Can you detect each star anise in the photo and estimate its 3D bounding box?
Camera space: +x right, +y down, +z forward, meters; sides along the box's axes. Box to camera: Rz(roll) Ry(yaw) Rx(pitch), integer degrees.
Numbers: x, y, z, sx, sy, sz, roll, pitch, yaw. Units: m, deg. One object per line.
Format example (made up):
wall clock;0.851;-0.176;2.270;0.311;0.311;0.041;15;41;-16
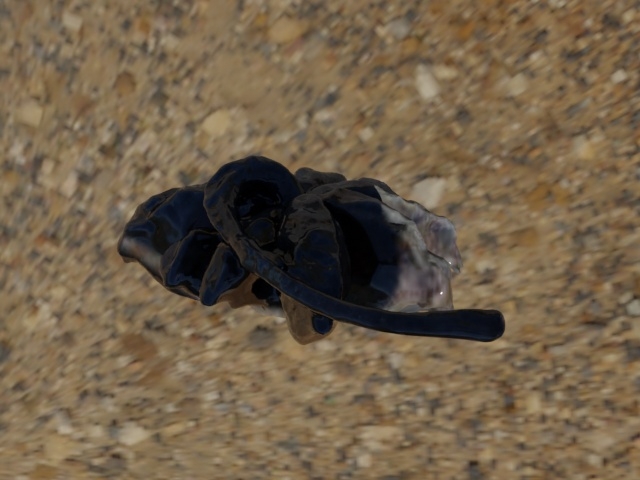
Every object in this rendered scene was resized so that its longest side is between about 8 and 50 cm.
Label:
star anise;0.000;0.000;1.486;0.359;0.316;0.139;6;109;17
